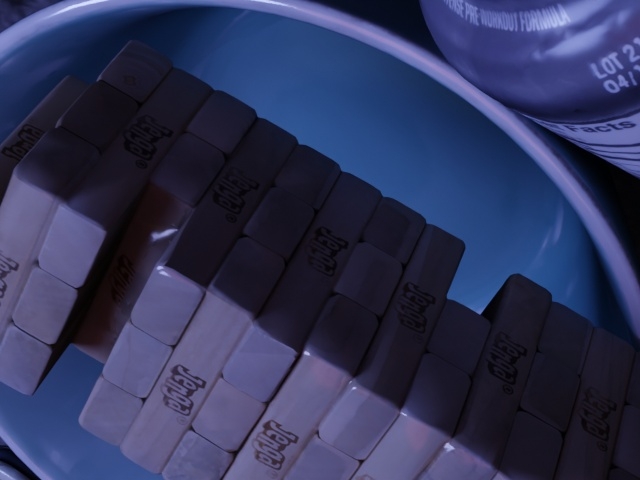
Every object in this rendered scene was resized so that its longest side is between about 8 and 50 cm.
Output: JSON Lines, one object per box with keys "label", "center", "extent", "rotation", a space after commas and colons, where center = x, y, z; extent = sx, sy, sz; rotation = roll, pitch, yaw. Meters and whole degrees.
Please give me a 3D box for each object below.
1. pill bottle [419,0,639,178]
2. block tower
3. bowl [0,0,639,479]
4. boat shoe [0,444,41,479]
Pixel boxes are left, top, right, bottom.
{"label": "pill bottle", "center": [0.119, -0.083, 0.437], "extent": [0.130, 0.130, 0.246], "rotation": [-28, 146, 36]}
{"label": "block tower", "center": [0.034, 0.063, 0.467], "extent": [0.335, 0.097, 0.091], "rotation": [30, 131, -1]}
{"label": "bowl", "center": [0.000, 0.000, 0.602], "extent": [0.312, 0.163, 0.311], "rotation": [11, 128, 15]}
{"label": "boat shoe", "center": [-0.127, 0.212, 0.870], "extent": [0.095, 0.079, 0.254], "rotation": [-30, 111, 34]}
